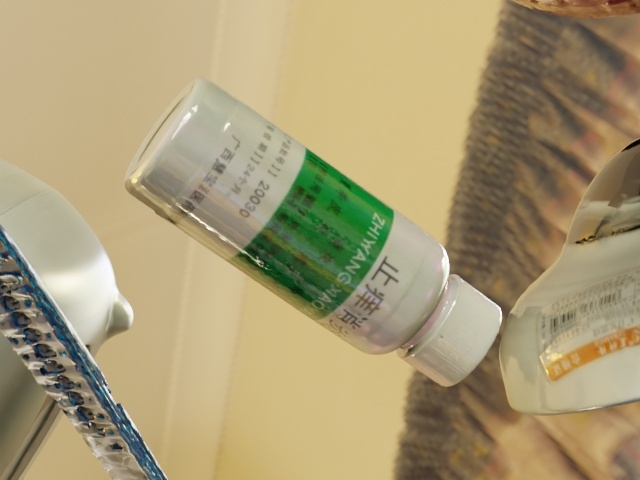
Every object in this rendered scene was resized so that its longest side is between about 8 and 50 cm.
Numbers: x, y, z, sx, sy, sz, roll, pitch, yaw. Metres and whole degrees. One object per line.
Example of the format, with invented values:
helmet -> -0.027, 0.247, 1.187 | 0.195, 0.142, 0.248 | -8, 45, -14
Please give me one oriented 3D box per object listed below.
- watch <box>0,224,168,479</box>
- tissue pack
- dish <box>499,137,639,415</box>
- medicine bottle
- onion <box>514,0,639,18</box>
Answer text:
watch -> -0.176, 0.161, 0.949 | 0.274, 0.068, 0.276 | 33, -112, -38
tissue pack -> -0.321, 0.102, 1.245 | 0.333, 0.236, 0.229 | -58, -4, 17
dish -> 0.225, -0.003, 0.917 | 0.273, 0.273, 0.133 | -21, -87, -37
medicine bottle -> 0.000, 0.000, 0.984 | 0.260, 0.095, 0.095 | 33, -84, -15
onion -> 0.227, -0.368, 1.288 | 0.385, 0.348, 0.347 | -4, -55, -61
